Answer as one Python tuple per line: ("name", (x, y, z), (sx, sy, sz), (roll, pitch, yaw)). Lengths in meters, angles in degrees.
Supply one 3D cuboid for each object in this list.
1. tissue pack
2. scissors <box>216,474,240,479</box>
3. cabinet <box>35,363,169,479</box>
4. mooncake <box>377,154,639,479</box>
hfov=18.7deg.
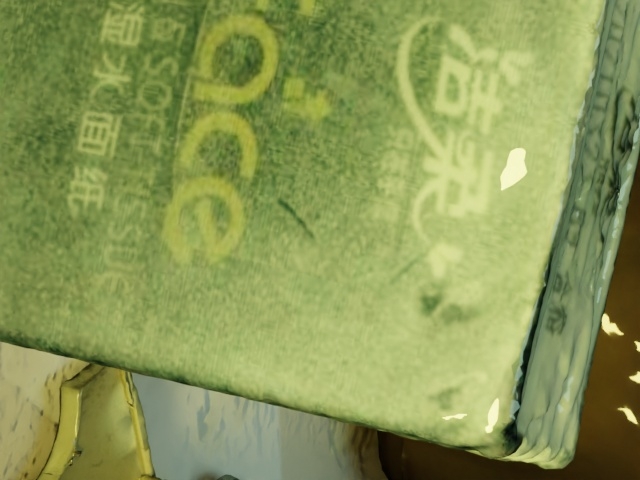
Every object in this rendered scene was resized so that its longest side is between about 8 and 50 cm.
("tissue pack", (-0.025, -0.043, 0.627), (0.081, 0.257, 0.185), (17, 84, -63))
("scissors", (-0.011, 0.165, 0.954), (0.204, 0.027, 0.101), (55, 49, -54))
("cabinet", (-0.009, 0.244, 0.718), (0.227, 0.290, 0.318), (-42, 133, -47))
("mooncake", (0.164, 0.050, 1.065), (0.324, 0.187, 0.324), (-33, 129, -54))
